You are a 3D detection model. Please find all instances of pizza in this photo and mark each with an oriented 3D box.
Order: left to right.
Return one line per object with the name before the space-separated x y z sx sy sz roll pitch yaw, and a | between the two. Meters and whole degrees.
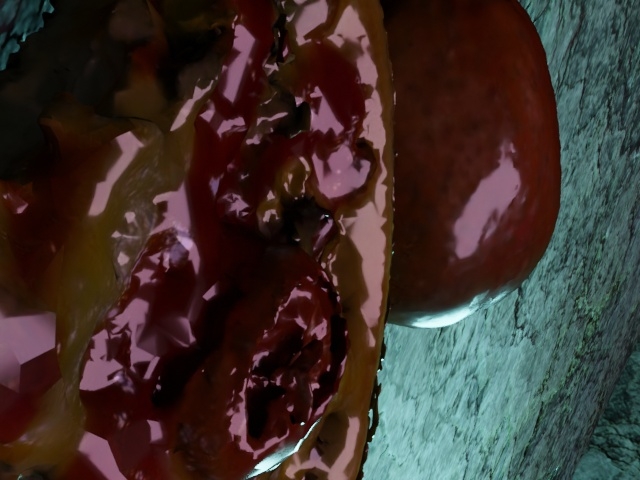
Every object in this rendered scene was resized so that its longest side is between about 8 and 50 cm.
pizza | -0.081 0.030 0.854 0.406 0.130 0.440 -16 108 -55

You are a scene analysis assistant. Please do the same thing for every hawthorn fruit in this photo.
hawthorn fruit | 0.043 -0.079 1.114 0.210 0.210 0.262 -37 127 -59
